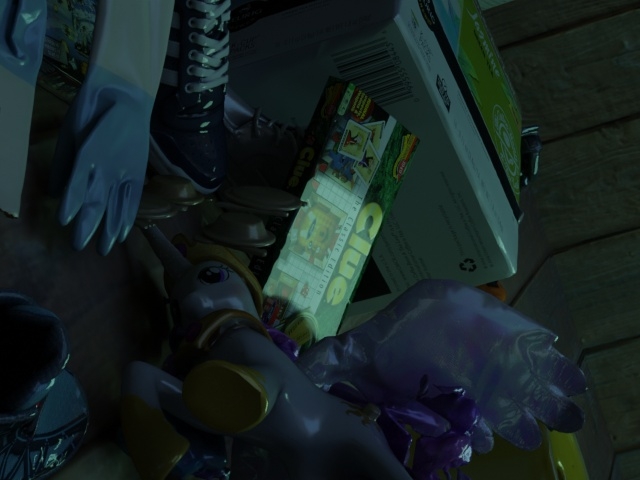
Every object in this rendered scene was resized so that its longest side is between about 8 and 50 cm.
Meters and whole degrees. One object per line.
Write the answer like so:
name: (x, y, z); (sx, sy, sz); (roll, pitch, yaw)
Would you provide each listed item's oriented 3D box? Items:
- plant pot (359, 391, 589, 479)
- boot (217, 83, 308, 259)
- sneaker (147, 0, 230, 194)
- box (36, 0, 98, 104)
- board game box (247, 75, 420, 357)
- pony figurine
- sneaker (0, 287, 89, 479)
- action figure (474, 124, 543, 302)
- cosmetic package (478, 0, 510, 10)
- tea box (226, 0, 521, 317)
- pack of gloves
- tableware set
plant pot: (0.117, 0.244, 1.355); (0.254, 0.239, 0.254); (-18, 90, -73)
boot: (-0.045, -0.092, 1.358); (0.095, 0.123, 0.258); (-85, 153, -51)
sneaker: (-0.096, -0.179, 1.201); (0.099, 0.153, 0.282); (-37, 112, -60)
box: (-0.196, -0.155, 1.109); (0.137, 0.027, 0.094); (35, 41, -64)
board game box: (0.000, 0.000, 1.307); (0.136, 0.030, 0.259); (32, 79, -56)
pony figurine: (0.003, 0.137, 1.056); (0.351, 0.303, 0.363); (39, 10, -16)
sneaker: (-0.175, 0.083, 0.777); (0.262, 0.125, 0.104); (27, 49, -67)
action figure: (0.156, 0.006, 1.797); (0.341, 0.179, 0.330); (109, -26, -52)
cosmetic package: (0.159, -0.389, 1.848); (0.156, 0.385, 0.217); (-13, 88, -72)
tea box: (0.056, -0.154, 1.557); (0.323, 0.220, 0.329); (-81, 149, -50)
pack of gloves: (-0.190, -0.113, 1.026); (0.195, 0.046, 0.232); (33, 58, -50)
tableware set: (-0.092, -0.025, 1.144); (0.168, 0.141, 0.020); (-45, 144, -71)
